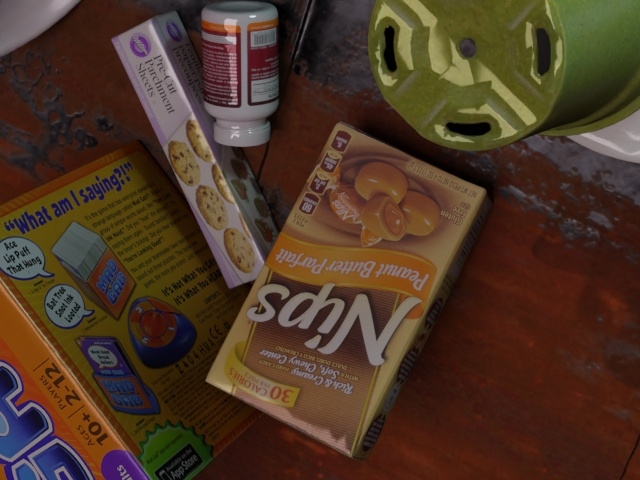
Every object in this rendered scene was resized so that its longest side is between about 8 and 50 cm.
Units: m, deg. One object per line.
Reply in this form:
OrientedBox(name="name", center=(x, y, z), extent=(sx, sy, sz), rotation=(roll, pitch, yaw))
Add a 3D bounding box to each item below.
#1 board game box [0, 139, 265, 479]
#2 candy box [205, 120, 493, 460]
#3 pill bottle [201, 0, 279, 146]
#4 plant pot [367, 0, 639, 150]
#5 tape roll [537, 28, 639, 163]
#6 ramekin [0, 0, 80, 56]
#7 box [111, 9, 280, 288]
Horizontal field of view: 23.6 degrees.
OrientedBox(name="board game box", center=(-0.305, 0.160, 1.774), extent=(0.356, 0.356, 0.356), rotation=(-37, 89, 31))
OrientedBox(name="candy box", center=(0.033, 0.055, 1.642), extent=(0.183, 0.087, 0.316), rotation=(26, 85, 16))
OrientedBox(name="pill bottle", center=(-0.089, -0.186, 1.701), extent=(0.086, 0.086, 0.152), rotation=(9, 112, 23))
OrientedBox(name="plant pot", center=(0.173, -0.199, 1.387), extent=(0.276, 0.254, 0.276), rotation=(9, 111, 24))
OrientedBox(name="tape roll", center=(0.336, -0.264, 1.472), extent=(0.392, 0.072, 0.391), rotation=(9, 112, 23))
OrientedBox(name="ramekin", center=(-0.368, -0.328, 1.685), extent=(0.135, 0.277, 0.277), rotation=(51, 122, 10))
OrientedBox(name="box", center=(-0.136, -0.103, 1.767), extent=(0.067, 0.063, 0.324), rotation=(-20, 98, 29))
